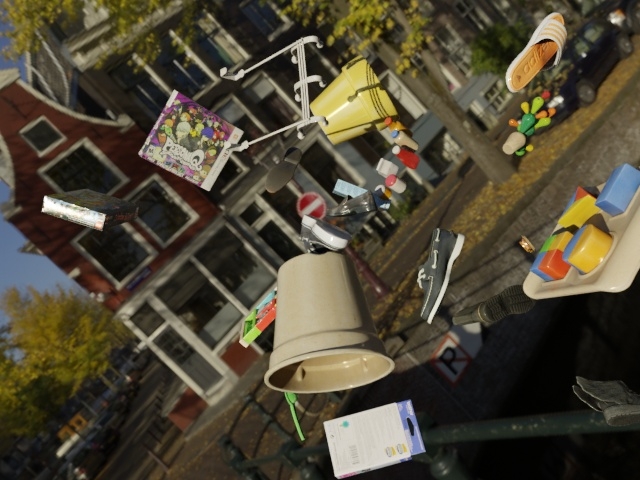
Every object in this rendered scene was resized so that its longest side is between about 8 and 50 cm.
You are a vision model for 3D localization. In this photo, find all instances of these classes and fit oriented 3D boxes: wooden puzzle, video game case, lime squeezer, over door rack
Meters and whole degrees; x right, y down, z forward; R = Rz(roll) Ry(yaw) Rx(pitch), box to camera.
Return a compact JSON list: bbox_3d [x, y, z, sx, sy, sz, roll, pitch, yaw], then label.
[{"bbox_3d":[0.577,-0.030,1.213,0.322,0.080,0.348,-56,2,-9],"label":"wooden puzzle"},{"bbox_3d":[-0.369,-0.283,1.645,0.210,0.232,0.042,-58,36,5],"label":"video game case"},{"bbox_3d":[-0.074,0.507,1.934,0.059,0.110,0.310,78,-158,-78],"label":"lime squeezer"},{"bbox_3d":[-0.120,-0.392,1.559,0.324,0.239,0.108,-9,-9,32],"label":"over door rack"}]

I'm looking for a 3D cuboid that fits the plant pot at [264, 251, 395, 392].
[{"bbox_3d":[0.009,0.210,1.516,0.334,0.334,0.305,-39,48,43],"label":"plant pot"}]

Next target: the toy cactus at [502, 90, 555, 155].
[{"bbox_3d":[0.587,-0.320,1.661,0.180,0.112,0.219,-42,-16,-27],"label":"toy cactus"}]

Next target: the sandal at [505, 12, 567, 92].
[{"bbox_3d":[0.584,-0.481,1.480,0.265,0.102,0.076,-52,36,-14],"label":"sandal"}]

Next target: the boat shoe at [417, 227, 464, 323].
[{"bbox_3d":[0.311,0.090,1.557,0.114,0.091,0.302,99,-165,-49],"label":"boat shoe"}]

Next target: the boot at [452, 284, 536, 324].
[{"bbox_3d":[0.457,0.174,1.509,0.198,0.077,0.137,-9,-12,-30],"label":"boot"}]

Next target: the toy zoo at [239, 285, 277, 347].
[{"bbox_3d":[-0.144,0.197,1.817,0.293,0.030,0.192,-46,11,5],"label":"toy zoo"}]

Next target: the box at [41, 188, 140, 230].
[{"bbox_3d":[-0.598,-0.085,1.504,0.233,0.159,0.044,-71,-1,-80],"label":"box"}]

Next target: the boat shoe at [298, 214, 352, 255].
[{"bbox_3d":[0.000,0.000,1.614,0.102,0.108,0.301,-71,21,6],"label":"boat shoe"}]

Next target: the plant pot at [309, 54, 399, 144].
[{"bbox_3d":[0.104,-0.455,1.925,0.239,0.254,0.254,-30,8,11],"label":"plant pot"}]

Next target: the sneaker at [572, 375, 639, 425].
[{"bbox_3d":[0.559,0.289,1.036,0.089,0.170,0.051,-94,4,-54],"label":"sneaker"}]

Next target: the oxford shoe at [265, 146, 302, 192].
[{"bbox_3d":[-0.125,-0.227,1.962,0.212,0.076,0.076,-57,-9,-35],"label":"oxford shoe"}]

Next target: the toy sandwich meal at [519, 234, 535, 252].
[{"bbox_3d":[0.747,0.016,2.064,0.029,0.085,0.085,-39,7,15],"label":"toy sandwich meal"}]

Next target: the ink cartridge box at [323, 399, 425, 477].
[{"bbox_3d":[0.182,0.667,1.919,0.311,0.186,0.065,-18,-35,7],"label":"ink cartridge box"}]

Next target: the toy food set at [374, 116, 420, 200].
[{"bbox_3d":[0.213,-0.239,1.677,0.111,0.104,0.232,19,84,51],"label":"toy food set"}]

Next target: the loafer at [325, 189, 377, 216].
[{"bbox_3d":[0.088,-0.104,1.672,0.170,0.061,0.062,-9,-2,31],"label":"loafer"}]

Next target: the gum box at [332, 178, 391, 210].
[{"bbox_3d":[0.134,-0.148,1.889,0.157,0.184,0.041,-118,50,-89],"label":"gum box"}]
